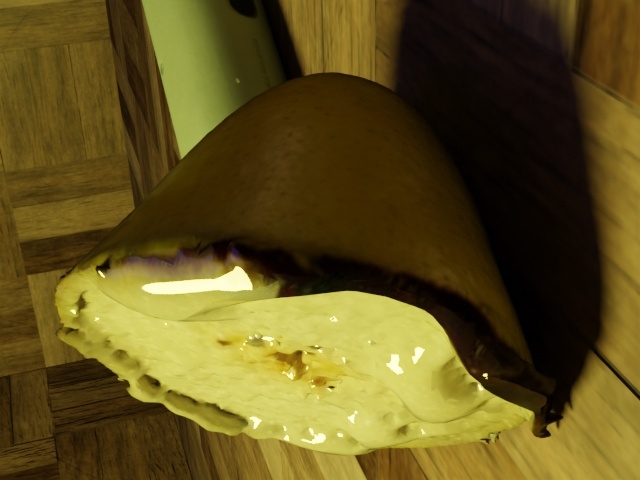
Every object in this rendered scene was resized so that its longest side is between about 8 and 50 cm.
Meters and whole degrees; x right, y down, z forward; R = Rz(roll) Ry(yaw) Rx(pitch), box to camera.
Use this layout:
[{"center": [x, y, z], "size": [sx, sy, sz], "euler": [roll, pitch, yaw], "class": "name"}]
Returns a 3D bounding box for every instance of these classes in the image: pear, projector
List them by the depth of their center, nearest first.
[{"center": [-0.002, 0.001, 0.505], "size": [0.267, 0.267, 0.178], "euler": [113, 168, -65], "class": "pear"}, {"center": [-0.087, -0.152, 0.834], "size": [0.108, 0.108, 0.337], "euler": [107, 149, -61], "class": "projector"}]
